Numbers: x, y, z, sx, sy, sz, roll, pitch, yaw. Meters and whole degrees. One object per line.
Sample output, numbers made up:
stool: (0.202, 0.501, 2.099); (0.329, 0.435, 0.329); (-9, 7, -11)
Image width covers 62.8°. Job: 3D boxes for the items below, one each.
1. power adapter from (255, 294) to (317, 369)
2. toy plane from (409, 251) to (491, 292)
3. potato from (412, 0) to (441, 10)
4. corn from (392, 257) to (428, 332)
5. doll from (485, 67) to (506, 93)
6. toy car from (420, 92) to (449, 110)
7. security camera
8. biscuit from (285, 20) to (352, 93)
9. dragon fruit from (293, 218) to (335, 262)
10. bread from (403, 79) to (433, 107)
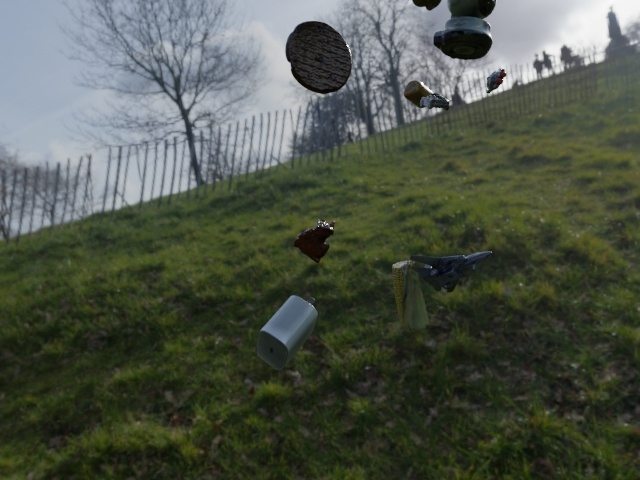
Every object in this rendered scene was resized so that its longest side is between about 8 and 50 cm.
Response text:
power adapter: (-0.099, 0.302, 1.837); (0.255, 0.124, 0.187); (-46, -18, -39)
toy plane: (0.437, 0.093, 1.699); (0.267, 0.212, 0.088); (-23, 34, 50)
potato: (0.446, -1.207, 2.346); (0.218, 0.351, 0.202); (-21, 9, -18)
corn: (0.367, 0.222, 2.142); (0.123, 0.305, 0.122); (-11, 5, -14)
doll: (0.714, -0.651, 2.134); (0.062, 0.104, 0.195); (6, 13, 5)
toy car: (0.380, -0.462, 1.744); (0.069, 0.055, 0.142); (0, 20, -7)
security camera: (0.556, -0.839, 1.957); (0.191, 0.277, 0.197); (7, -3, 45)
biscuit: (-0.003, -0.516, 1.481); (0.212, 0.212, 0.036); (-9, 3, -30)
dragon fruit: (-0.018, -0.005, 1.787); (0.092, 0.123, 0.192); (9, -23, -25)
bread: (0.431, -0.643, 2.297); (0.092, 0.074, 0.239); (-23, -9, 25)
